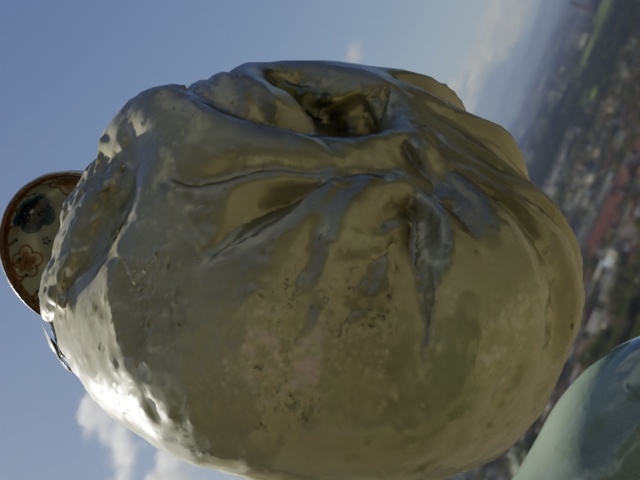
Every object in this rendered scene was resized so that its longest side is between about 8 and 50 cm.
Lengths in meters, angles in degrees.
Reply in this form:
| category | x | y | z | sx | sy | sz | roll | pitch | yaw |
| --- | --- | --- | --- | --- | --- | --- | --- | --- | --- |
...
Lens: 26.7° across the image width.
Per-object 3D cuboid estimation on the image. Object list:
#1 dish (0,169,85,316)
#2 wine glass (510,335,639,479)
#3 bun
| category | x | y | z | sx | sy | sz | roll | pitch | yaw |
| --- | --- | --- | --- | --- | --- | --- | --- | --- | --- |
| dish | -0.192 | -0.002 | 1.141 | 0.078 | 0.141 | 0.141 | -59 | -10 | -66 |
| wine glass | 0.156 | 0.088 | 0.615 | 0.202 | 0.093 | 0.093 | -56 | -1 | 18 |
| bun | 0.000 | 0.000 | 0.846 | 0.359 | 0.360 | 0.211 | -55 | -21 | -69 |
